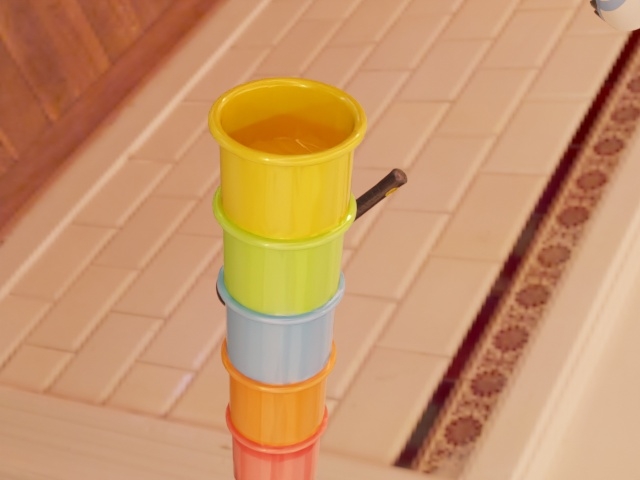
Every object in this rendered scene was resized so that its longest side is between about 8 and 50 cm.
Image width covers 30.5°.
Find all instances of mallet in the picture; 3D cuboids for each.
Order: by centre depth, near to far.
[{"bbox_3d":[0.000,0.000,0.960,0.039,0.190,0.062,62,21,16],"label":"mallet"}]

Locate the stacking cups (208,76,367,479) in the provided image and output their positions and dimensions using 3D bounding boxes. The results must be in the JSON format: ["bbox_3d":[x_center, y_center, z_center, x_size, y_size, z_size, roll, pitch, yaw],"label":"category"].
[{"bbox_3d":[-0.020,0.049,0.786,0.096,0.096,0.316,-46,147,-42],"label":"stacking cups"}]

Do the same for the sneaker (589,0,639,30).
[{"bbox_3d":[0.225,-0.194,0.662,0.085,0.086,0.237,-37,165,-30],"label":"sneaker"}]
